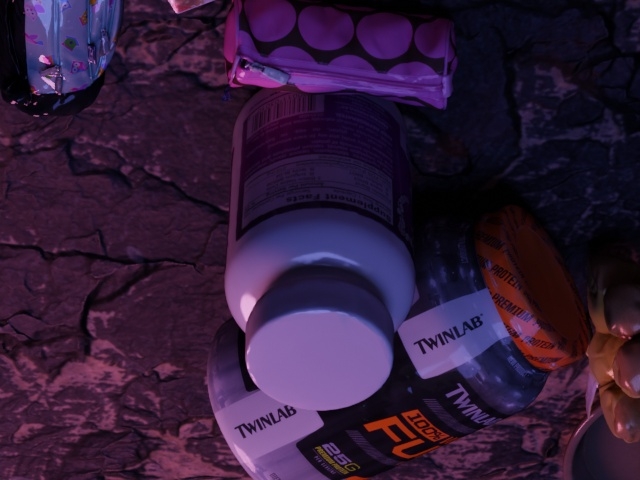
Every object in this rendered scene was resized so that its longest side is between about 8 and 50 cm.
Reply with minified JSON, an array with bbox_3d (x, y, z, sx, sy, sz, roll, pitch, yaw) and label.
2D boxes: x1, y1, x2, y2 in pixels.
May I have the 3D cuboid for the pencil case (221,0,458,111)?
[{"bbox_3d":[0.019,-0.162,1.724,0.209,0.098,0.095,4,111,-6],"label":"pencil case"}]

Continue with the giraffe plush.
[{"bbox_3d":[0.357,0.109,1.932,0.170,0.181,0.210,-6,154,-4],"label":"giraffe plush"}]

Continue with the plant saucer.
[{"bbox_3d":[0.402,0.229,2.130,0.278,0.041,0.278,0,132,0],"label":"plant saucer"}]

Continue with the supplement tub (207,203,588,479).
[{"bbox_3d":[0.075,0.107,1.905,0.338,0.207,0.207,-27,127,24],"label":"supplement tub"}]

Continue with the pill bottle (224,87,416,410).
[{"bbox_3d":[0.000,0.000,1.738,0.169,0.301,0.169,0,133,0],"label":"pill bottle"}]

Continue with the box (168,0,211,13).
[{"bbox_3d":[0.009,-0.281,1.638,0.324,0.067,0.063,-18,130,17],"label":"box"}]

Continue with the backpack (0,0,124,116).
[{"bbox_3d":[-0.223,-0.215,1.664,0.115,0.152,0.182,-5,132,-17],"label":"backpack"}]
